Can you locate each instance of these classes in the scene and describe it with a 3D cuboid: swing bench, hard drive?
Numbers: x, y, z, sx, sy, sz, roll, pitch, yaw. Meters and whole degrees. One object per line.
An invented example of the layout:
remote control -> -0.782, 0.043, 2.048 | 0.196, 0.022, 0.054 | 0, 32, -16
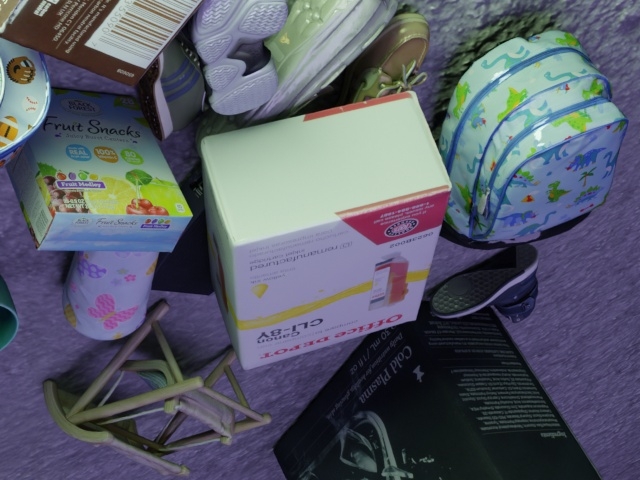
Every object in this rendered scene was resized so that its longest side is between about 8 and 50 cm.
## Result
swing bench -> -0.261, 0.266, 1.836 | 0.255, 0.165, 0.253 | -35, 148, 9
hard drive -> -0.153, -0.016, 1.638 | 0.172, 0.054, 0.254 | 9, 131, -45

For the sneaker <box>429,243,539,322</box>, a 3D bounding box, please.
sneaker -> 0.316, 0.116, 2.155 | 0.226, 0.086, 0.163 | -26, 145, -8

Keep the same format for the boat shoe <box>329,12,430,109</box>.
boat shoe -> 0.077, -0.183, 1.558 | 0.105, 0.089, 0.285 | -3, 139, -35

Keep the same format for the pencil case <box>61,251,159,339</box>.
pencil case -> -0.279, 0.017, 1.529 | 0.124, 0.113, 0.273 | 10, 136, -9

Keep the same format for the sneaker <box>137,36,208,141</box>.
sneaker -> -0.173, -0.210, 1.363 | 0.086, 0.064, 0.192 | -30, 147, -25

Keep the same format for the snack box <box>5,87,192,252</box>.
snack box -> -0.268, -0.084, 1.315 | 0.174, 0.207, 0.070 | 0, 137, -40

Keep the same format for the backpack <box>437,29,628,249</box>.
backpack -> 0.312, -0.144, 1.684 | 0.290, 0.273, 0.355 | -14, 133, -12

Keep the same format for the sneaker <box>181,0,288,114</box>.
sneaker -> -0.108, -0.256, 1.213 | 0.101, 0.153, 0.268 | -20, 158, -12

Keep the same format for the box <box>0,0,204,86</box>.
box -> -0.224, -0.287, 1.078 | 0.167, 0.203, 0.168 | 15, 126, -48

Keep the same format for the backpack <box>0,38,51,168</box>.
backpack -> -0.398, -0.154, 1.080 | 0.263, 0.276, 0.213 | -29, -171, -33

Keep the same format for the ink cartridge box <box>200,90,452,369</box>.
ink cartridge box -> 0.000, 0.000, 1.516 | 0.279, 0.160, 0.384 | -15, 153, -10

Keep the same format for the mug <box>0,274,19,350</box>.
mug -> -0.466, 0.078, 1.481 | 0.129, 0.097, 0.157 | -3, 138, -34

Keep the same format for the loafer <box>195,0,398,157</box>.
loafer -> -0.030, -0.207, 1.424 | 0.319, 0.112, 0.111 | -43, 137, 19

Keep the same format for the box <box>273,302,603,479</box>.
box -> 0.217, 0.448, 2.171 | 0.297, 0.471, 0.480 | 5, 133, -42
